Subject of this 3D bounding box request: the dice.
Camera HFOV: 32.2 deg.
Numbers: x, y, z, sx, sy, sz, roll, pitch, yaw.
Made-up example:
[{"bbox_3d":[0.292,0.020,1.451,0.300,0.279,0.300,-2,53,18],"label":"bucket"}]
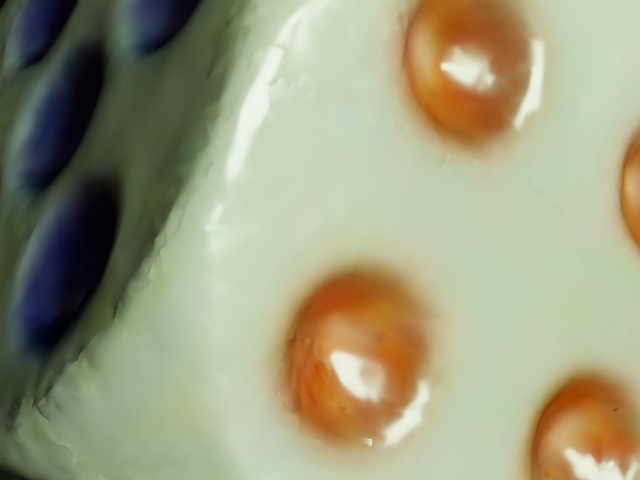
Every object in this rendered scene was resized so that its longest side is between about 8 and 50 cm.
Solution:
[{"bbox_3d":[0.000,0.000,0.464,0.259,0.243,0.251,26,80,-34],"label":"dice"}]
